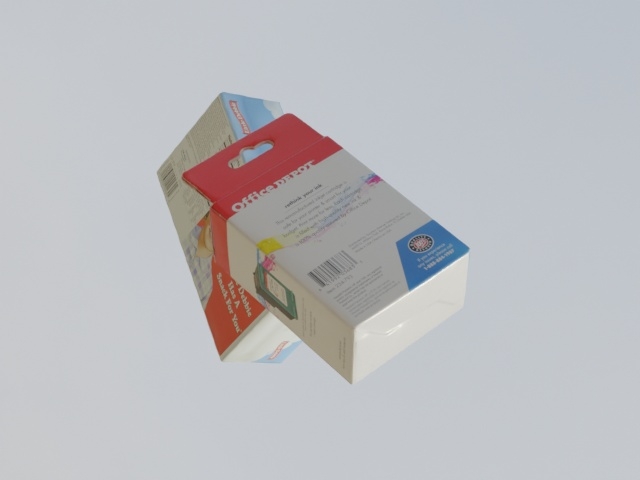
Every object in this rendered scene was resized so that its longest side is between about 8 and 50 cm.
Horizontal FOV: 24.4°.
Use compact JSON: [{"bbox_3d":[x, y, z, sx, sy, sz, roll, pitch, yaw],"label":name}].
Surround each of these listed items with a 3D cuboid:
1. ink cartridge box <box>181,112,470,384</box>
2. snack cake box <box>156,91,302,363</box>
[{"bbox_3d":[0.000,0.000,1.269,0.231,0.134,0.078,40,-31,32],"label":"ink cartridge box"},{"bbox_3d":[-0.077,-0.014,1.641,0.152,0.089,0.264,-45,-127,37],"label":"snack cake box"}]
